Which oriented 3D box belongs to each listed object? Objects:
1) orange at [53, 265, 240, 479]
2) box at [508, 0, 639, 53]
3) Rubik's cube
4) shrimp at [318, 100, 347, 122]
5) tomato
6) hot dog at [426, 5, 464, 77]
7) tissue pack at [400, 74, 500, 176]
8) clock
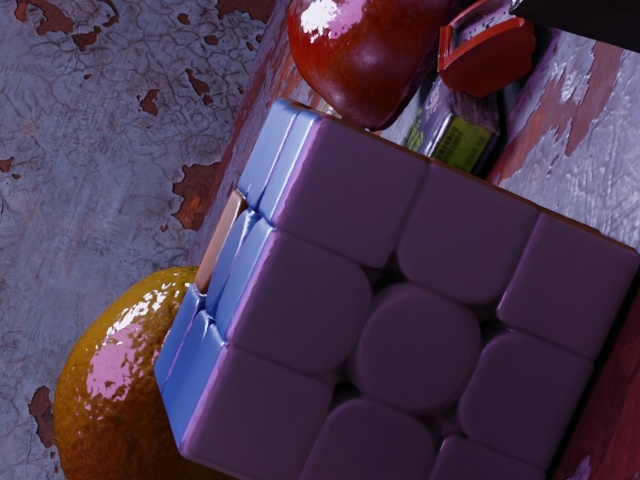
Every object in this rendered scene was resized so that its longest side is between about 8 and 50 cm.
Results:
[{"bbox_3d":[-0.178,0.203,2.143,0.322,0.322,0.357,-97,32,-69],"label":"orange"},{"bbox_3d":[0.265,-0.294,1.381,0.155,0.149,0.231,144,139,-69],"label":"box"},{"bbox_3d":[0.049,0.067,1.397,0.292,0.291,0.290,-142,75,-79],"label":"Rubik's cube"},{"bbox_3d":[0.018,-0.166,2.607,0.168,0.077,0.317,115,179,-75],"label":"shrimp"},{"bbox_3d":[0.068,-0.321,2.158,0.289,0.176,0.335,-54,15,38],"label":"tomato"},{"bbox_3d":[0.154,-0.266,2.205,0.071,0.045,0.165,-70,11,-18],"label":"hot dog"},{"bbox_3d":[0.124,-0.073,1.892,0.173,0.073,0.235,-86,22,-62],"label":"tissue pack"},{"bbox_3d":[0.193,-0.225,1.855,0.113,0.061,0.155,-29,22,19],"label":"clock"}]
